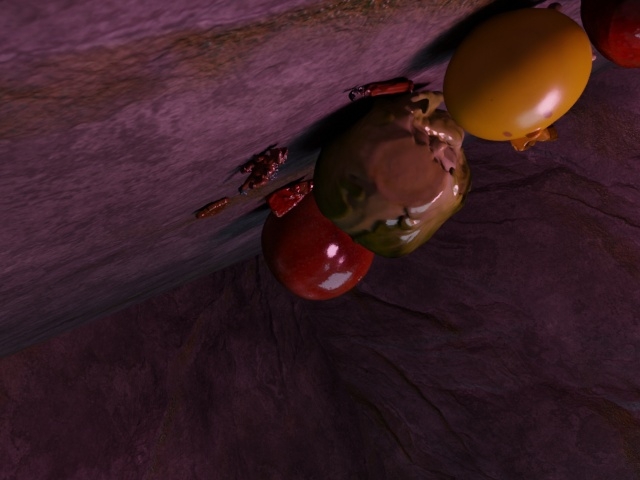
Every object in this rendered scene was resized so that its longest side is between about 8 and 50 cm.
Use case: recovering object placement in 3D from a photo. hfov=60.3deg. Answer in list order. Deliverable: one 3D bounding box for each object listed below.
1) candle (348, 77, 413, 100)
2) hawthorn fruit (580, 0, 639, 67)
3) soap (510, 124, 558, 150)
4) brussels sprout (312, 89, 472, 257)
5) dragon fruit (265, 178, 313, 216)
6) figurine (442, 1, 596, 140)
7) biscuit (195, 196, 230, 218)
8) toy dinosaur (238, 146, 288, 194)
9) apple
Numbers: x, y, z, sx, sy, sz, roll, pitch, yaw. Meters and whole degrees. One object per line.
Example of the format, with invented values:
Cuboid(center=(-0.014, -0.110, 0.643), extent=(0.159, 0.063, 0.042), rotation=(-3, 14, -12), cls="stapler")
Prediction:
Cuboid(center=(0.099, -0.242, 0.877), extent=(0.167, 0.021, 0.026), rotation=(-23, 150, -46), cls="candle")
Cuboid(center=(0.474, -0.355, 0.811), extent=(0.251, 0.189, 0.189), rotation=(3, 158, -44), cls="hawthorn fruit")
Cuboid(center=(0.580, -0.359, 1.558), extent=(0.096, 0.204, 0.324), rotation=(-23, 179, 30), cls="soap")
Cuboid(center=(0.144, -0.118, 1.066), extent=(0.315, 0.276, 0.371), rotation=(-30, 177, 17), cls="brussels sprout")
Cuboid(center=(-0.080, -0.128, 1.442), extent=(0.131, 0.063, 0.097), rotation=(-23, -144, 40), cls="dragon fruit")
Cuboid(center=(0.324, -0.266, 0.891), extent=(0.215, 0.187, 0.344), rotation=(-33, 179, 31), cls="figurine")
Cuboid(center=(-0.234, -0.070, 1.214), extent=(0.082, 0.016, 0.092), rotation=(-31, 180, -2), cls="biscuit")
Cuboid(center=(-0.107, -0.122, 0.978), extent=(0.055, 0.049, 0.154), rotation=(-29, 176, -47), cls="toy dinosaur")
Cuboid(center=(0.000, 0.000, 1.634), extent=(0.277, 0.348, 0.348), rotation=(-34, 175, 28), cls="apple")
